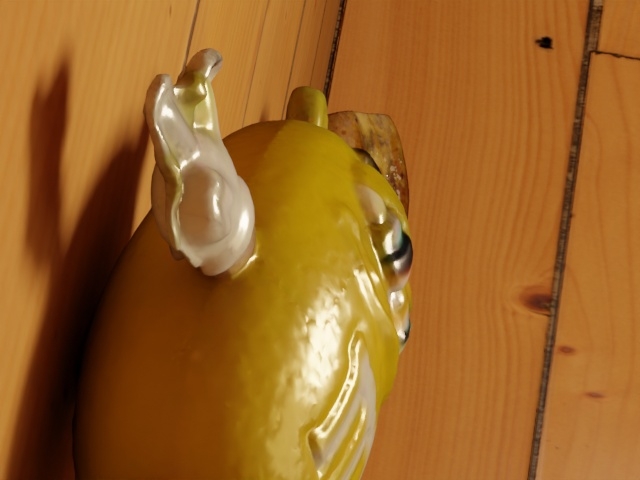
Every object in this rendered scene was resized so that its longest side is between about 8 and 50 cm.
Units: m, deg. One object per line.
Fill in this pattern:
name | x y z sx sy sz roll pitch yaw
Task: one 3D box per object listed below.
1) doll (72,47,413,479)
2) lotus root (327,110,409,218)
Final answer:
doll | -0.058 0.096 0.790 0.348 0.161 0.423 46 53 -76
lotus root | -0.009 -0.001 1.803 0.193 0.193 0.291 78 19 -86
